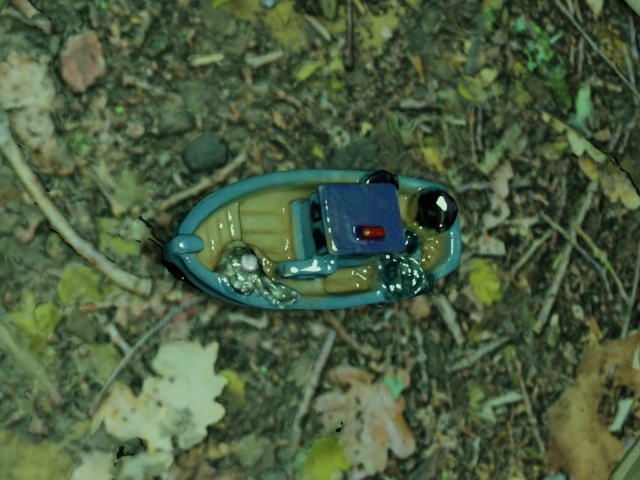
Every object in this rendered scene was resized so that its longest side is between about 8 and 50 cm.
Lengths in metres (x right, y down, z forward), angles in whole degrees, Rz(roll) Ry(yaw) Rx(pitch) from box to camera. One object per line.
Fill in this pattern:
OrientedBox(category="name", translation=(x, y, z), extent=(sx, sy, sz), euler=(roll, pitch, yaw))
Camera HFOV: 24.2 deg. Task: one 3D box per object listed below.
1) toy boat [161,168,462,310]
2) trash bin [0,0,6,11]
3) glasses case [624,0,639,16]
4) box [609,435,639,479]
OrientedBox(category="toy boat", translation=(0.000, 0.000, 0.994), extent=(0.223, 0.097, 0.100), euler=(-4, 81, -30))
OrientedBox(category="trash bin", translation=(-0.295, -0.170, 0.848), extent=(0.243, 0.121, 0.247), euler=(30, 65, -22))
OrientedBox(category="glasses case", translation=(0.230, -0.308, 1.181), extent=(0.122, 0.075, 0.314), euler=(-46, 108, -34))
OrientedBox(category="box", translation=(0.290, 0.177, 1.145), extent=(0.122, 0.062, 0.089), euler=(-46, 104, -28))
